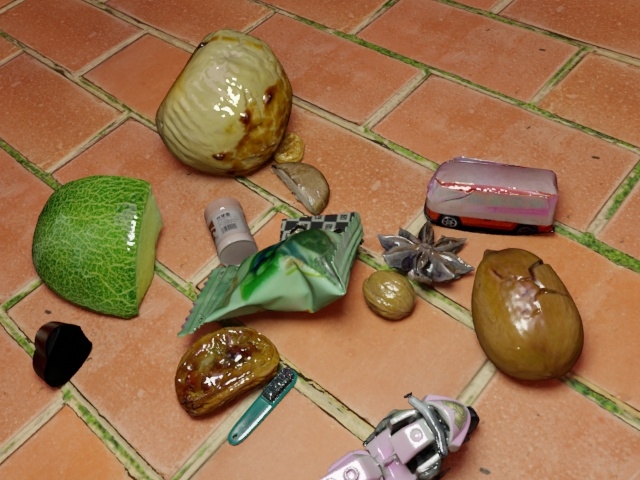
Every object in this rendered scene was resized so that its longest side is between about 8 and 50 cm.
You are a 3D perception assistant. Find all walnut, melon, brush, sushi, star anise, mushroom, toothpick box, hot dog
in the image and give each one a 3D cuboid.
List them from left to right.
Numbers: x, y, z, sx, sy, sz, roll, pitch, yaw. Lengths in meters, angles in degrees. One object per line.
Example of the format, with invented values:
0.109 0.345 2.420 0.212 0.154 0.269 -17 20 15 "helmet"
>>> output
-0.564 0.006 1.464 0.343 0.226 0.331 2 95 9 "melon"
-0.198 0.267 1.241 0.227 0.099 0.160 -35 51 -14 "hot dog"
-0.220 -0.021 1.468 0.098 0.098 0.149 -21 52 -7 "toothpick box"
-0.119 0.332 1.217 0.043 0.032 0.193 31 61 28 "brush"
-0.044 -0.155 1.562 0.094 0.072 0.210 -24 51 -21 "mushroom"
0.000 0.000 1.459 0.201 0.031 0.139 -5 52 10 "sushi"
0.147 0.116 1.302 0.124 0.105 0.105 38 66 25 "walnut"
0.227 0.040 1.332 0.230 0.081 0.262 23 33 6 "star anise"
0.393 0.132 1.185 0.203 0.203 0.298 -18 59 -5 "walnut"

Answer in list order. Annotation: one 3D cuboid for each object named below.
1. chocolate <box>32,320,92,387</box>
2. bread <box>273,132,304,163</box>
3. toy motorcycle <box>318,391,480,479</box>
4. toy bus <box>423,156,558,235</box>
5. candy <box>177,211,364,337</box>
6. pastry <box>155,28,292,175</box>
-0.574 0.231 1.316 0.080 0.148 0.125 16 19 21 "chocolate"
-0.087 -0.253 1.664 0.083 0.044 0.110 -1 54 4 "bread"
0.139 0.365 1.047 0.327 0.188 0.143 -24 59 -10 "toy motorcycle"
0.398 -0.101 1.405 0.303 0.147 0.127 9 49 15 "toy bus"
-0.103 0.081 1.285 0.398 0.172 0.263 -14 17 15 "candy"
-0.238 -0.348 1.581 0.388 0.312 0.388 -44 24 26 "pastry"
